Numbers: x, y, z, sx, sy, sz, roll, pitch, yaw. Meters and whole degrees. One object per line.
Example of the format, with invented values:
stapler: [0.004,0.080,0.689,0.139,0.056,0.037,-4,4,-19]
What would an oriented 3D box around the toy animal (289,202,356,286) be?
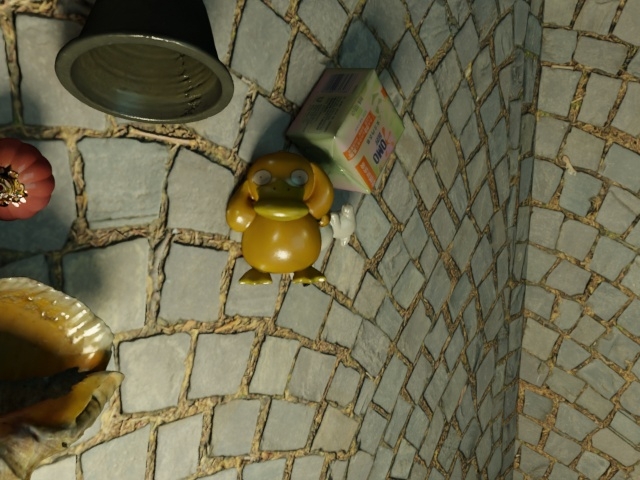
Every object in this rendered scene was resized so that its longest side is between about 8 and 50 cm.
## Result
toy animal: [0.000,0.000,1.222,0.182,0.131,0.127,-33,102,-29]

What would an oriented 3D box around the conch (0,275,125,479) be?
conch: [-0.425,0.187,0.707,0.352,0.210,0.297,-34,126,-67]

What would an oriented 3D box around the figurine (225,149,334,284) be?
figurine: [-0.074,-0.039,1.096,0.215,0.215,0.228,-33,138,-41]

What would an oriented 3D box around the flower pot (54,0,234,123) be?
flower pot: [-0.238,-0.277,0.819,0.235,0.235,0.148,20,63,-50]

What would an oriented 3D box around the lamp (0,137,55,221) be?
lamp: [-0.396,-0.077,0.745,0.107,0.092,0.107,-4,107,-14]

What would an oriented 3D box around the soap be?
soap: [0.058,-0.228,1.215,0.182,0.138,0.199,51,60,-45]
